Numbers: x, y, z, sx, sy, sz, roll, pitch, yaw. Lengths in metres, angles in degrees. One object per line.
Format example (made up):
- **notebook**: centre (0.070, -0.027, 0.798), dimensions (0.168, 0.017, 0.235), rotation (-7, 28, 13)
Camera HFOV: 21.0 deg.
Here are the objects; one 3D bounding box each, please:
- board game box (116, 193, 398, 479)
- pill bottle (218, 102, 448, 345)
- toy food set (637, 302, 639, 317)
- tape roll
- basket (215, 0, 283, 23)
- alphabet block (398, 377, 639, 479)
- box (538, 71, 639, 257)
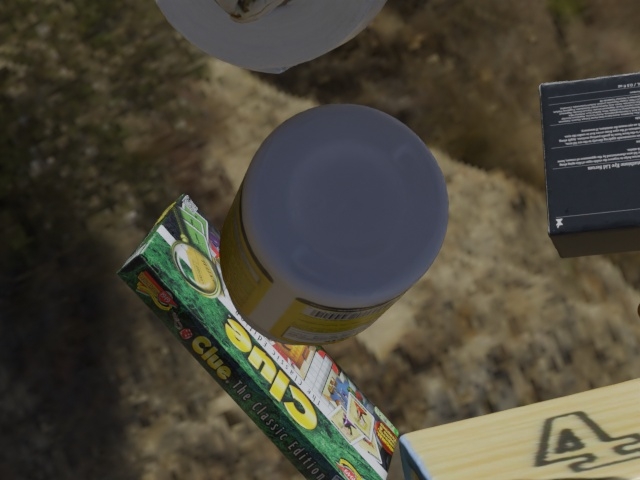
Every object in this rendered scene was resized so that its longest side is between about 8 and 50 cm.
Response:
- **board game box**: centre (-0.041, 0.088, 1.299), dimensions (0.260, 0.030, 0.136), rotation (48, 23, -10)
- **pill bottle**: centre (0.000, 0.000, 1.057), dimensions (0.208, 0.119, 0.119), rotation (127, -55, -74)
- **toy food set**: centre (0.461, 0.061, 1.851), dimensions (0.111, 0.232, 0.104), rotation (49, 63, -12)
- **tape roll**: centre (-0.053, -0.332, 1.895), dimensions (0.286, 0.286, 0.100), rotation (63, 19, -6)
- **basket**: centre (0.002, -0.337, 0.909), dimensions (0.266, 0.331, 0.328), rotation (51, 20, -23)
- **alphabet block**: centre (0.178, 0.220, 1.165), dimensions (0.193, 0.197, 0.192), rotation (-127, -153, -74)
- **box**: centre (0.386, -0.090, 1.935), dimensions (0.103, 0.261, 0.184), rotation (50, 37, -65)
